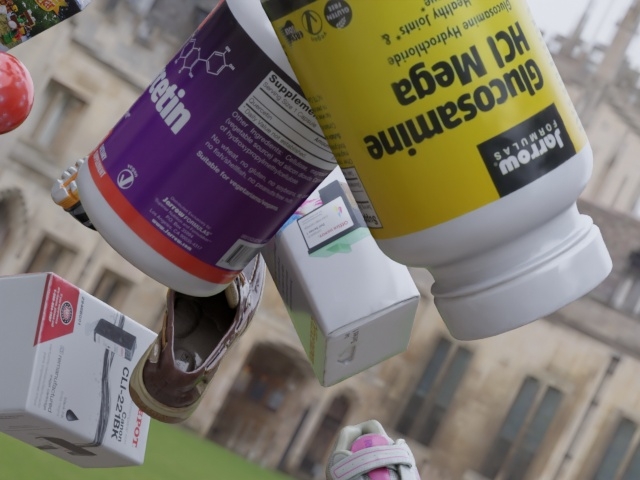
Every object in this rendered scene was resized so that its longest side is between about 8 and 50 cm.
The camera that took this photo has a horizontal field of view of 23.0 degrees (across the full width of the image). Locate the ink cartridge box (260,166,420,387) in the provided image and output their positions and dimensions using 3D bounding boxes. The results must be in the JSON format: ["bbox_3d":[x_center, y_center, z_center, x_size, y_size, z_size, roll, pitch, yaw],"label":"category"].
[{"bbox_3d":[0.000,0.000,1.782,0.201,0.117,0.278,93,-26,-69],"label":"ink cartridge box"}]

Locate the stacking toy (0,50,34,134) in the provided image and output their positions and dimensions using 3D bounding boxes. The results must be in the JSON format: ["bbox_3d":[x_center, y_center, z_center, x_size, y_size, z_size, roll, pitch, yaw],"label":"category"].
[{"bbox_3d":[-0.462,-0.148,1.637,0.330,0.141,0.141,-6,-10,5],"label":"stacking toy"}]

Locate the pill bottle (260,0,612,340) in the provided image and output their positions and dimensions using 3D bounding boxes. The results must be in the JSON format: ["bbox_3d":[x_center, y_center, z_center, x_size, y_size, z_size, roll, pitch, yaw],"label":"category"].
[{"bbox_3d":[0.097,-0.100,1.233,0.334,0.188,0.188,64,-13,-8],"label":"pill bottle"}]

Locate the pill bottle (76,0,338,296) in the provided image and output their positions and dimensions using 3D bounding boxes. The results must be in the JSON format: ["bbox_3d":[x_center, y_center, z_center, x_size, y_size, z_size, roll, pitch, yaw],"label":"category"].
[{"bbox_3d":[-0.065,-0.114,1.451,0.181,0.323,0.181,39,15,-13],"label":"pill bottle"}]

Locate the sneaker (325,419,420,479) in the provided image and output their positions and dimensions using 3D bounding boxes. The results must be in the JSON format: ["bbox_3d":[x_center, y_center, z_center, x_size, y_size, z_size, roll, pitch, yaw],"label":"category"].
[{"bbox_3d":[0.054,0.258,1.582,0.103,0.111,0.252,-11,16,-13],"label":"sneaker"}]

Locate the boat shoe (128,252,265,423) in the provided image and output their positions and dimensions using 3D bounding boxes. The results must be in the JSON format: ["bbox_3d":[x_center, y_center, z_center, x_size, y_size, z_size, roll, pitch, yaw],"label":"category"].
[{"bbox_3d":[-0.135,0.071,1.980,0.123,0.342,0.123,29,-44,-3],"label":"boat shoe"}]

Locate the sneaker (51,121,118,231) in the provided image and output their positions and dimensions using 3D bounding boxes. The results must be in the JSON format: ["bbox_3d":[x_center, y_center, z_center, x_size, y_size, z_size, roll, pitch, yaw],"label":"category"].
[{"bbox_3d":[-0.245,-0.099,2.037,0.083,0.215,0.084,54,-8,-29],"label":"sneaker"}]

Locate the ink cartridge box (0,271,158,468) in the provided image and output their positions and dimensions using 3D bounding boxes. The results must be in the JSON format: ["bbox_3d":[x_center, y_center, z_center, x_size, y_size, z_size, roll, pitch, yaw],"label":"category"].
[{"bbox_3d":[-0.346,0.184,2.163,0.114,0.197,0.273,-5,-24,28],"label":"ink cartridge box"}]

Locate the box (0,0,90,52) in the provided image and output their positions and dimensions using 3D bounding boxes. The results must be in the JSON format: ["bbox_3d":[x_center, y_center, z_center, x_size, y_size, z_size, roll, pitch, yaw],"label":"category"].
[{"bbox_3d":[-0.391,-0.331,1.789,0.233,0.159,0.044,60,18,-17],"label":"box"}]
